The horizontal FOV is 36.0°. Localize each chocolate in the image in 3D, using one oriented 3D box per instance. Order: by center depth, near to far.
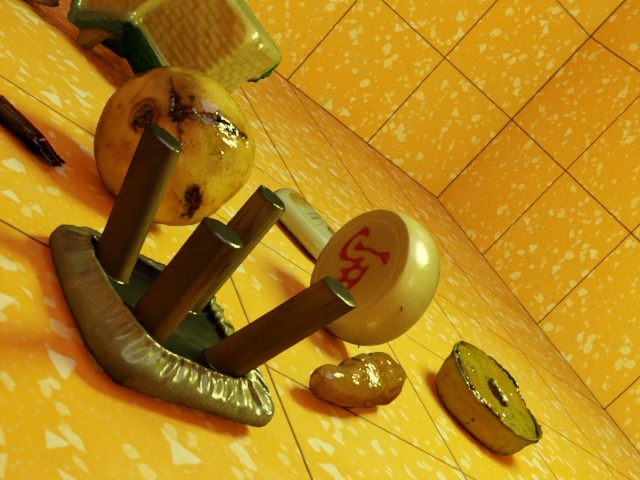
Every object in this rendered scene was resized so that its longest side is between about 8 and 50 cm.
[{"bbox_3d":[-0.467,-0.180,1.512,0.182,0.028,0.086,43,6,-5],"label":"chocolate"}]

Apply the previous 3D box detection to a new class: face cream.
[{"bbox_3d":[0.000,0.000,2.221,0.291,0.071,0.144,48,14,20],"label":"face cream"}]

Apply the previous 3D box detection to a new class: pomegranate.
[{"bbox_3d":[-0.240,-0.153,1.604,0.260,0.260,0.260,40,13,-11],"label":"pomegranate"}]

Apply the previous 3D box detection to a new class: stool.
[{"bbox_3d":[-0.153,0.049,1.279,0.310,0.226,0.310,27,20,-45],"label":"stool"}]

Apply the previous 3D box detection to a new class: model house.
[{"bbox_3d":[-0.334,-0.466,2.216,0.382,0.342,0.334,55,7,13],"label":"model house"}]

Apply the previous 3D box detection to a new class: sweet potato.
[{"bbox_3d":[0.081,0.234,1.654,0.106,0.095,0.354,4,-4,19],"label":"sweet potato"}]

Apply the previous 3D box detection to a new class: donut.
[{"bbox_3d":[0.349,0.348,2.099,0.272,0.107,0.272,37,19,-15],"label":"donut"}]

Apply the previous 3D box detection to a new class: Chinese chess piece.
[{"bbox_3d":[0.101,0.069,1.858,0.102,0.273,0.273,36,14,-37],"label":"Chinese chess piece"}]

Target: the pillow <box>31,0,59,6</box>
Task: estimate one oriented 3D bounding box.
[{"bbox_3d":[-0.672,-0.591,2.080,0.223,0.084,0.236,43,10,7],"label":"pillow"}]
